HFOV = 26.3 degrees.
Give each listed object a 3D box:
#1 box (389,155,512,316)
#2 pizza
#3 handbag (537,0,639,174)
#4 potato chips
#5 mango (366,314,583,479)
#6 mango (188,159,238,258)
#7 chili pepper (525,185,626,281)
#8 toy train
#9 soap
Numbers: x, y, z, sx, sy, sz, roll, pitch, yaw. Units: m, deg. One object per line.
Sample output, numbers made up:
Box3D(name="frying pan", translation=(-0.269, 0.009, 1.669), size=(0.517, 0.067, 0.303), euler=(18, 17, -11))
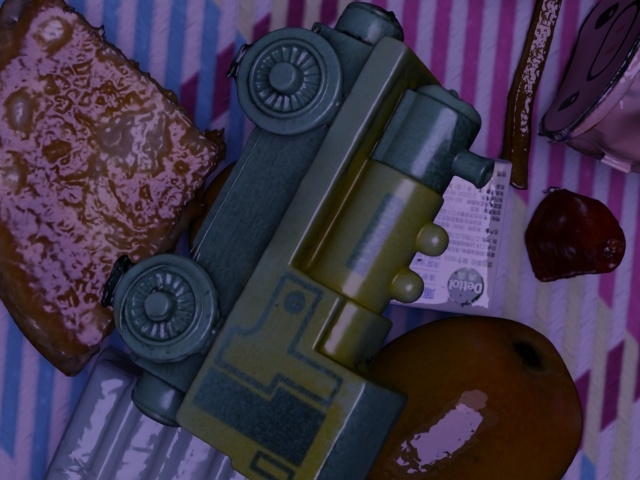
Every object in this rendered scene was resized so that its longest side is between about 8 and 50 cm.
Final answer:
Box3D(name="box", translation=(0.059, -0.015, 1.198), size=(0.194, 0.073, 0.139), euler=(8, 91, -7))
Box3D(name="pizza", translation=(-0.190, -0.054, 1.161), size=(0.226, 0.086, 0.336), euler=(-7, 95, -7))
Box3D(name="handbag", translation=(0.290, -0.146, 1.166), size=(0.116, 0.179, 0.205), euler=(31, 65, -11))
Box3D(name="potato chips", translation=(0.190, -0.145, 1.228), size=(0.026, 0.037, 0.204), euler=(14, 86, -17))
Box3D(name="mango", translation=(0.075, 0.190, 1.157), size=(0.317, 0.211, 0.173), euler=(-39, 57, 8))
Box3D(name="mango", translation=(-0.074, -0.018, 1.183), size=(0.079, 0.057, 0.114), euler=(26, 96, 37))
Box3D(name="chili pepper", translation=(0.224, 0.003, 1.171), size=(0.064, 0.169, 0.088), euler=(8, 95, -5))
Box3D(name="toy train", translation=(0.000, 0.000, 1.050), size=(0.237, 0.150, 0.369), euler=(28, 90, 22))
Box3D(name="soap", translation=(-0.167, 0.258, 1.177), size=(0.172, 0.095, 0.290), euler=(23, 91, -8))
